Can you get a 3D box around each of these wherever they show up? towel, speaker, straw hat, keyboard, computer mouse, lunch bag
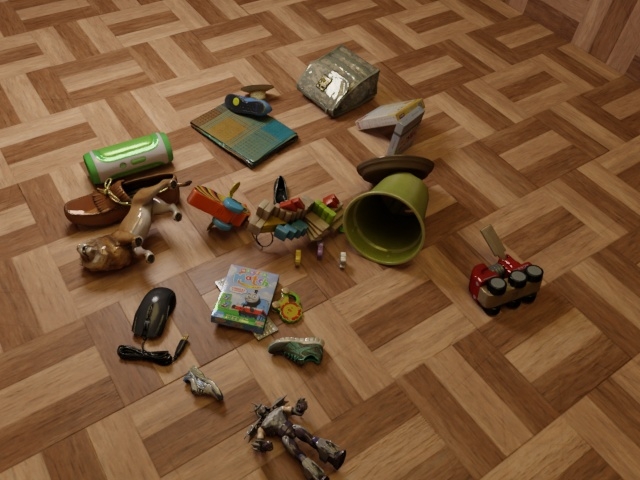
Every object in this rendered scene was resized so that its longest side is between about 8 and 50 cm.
[{"bbox_3d":[-0.306,-0.444,2.289,0.370,0.040,0.271,35,54,25],"label":"towel"},{"bbox_3d":[-0.697,-0.302,2.073,0.297,0.131,0.131,-22,55,-22],"label":"speaker"},{"bbox_3d":[-0.266,-0.619,2.421,0.145,0.144,0.061,-7,93,-11],"label":"straw hat"},{"bbox_3d":[-0.231,0.200,1.756,0.072,0.014,0.256,-28,57,-26],"label":"keyboard"},{"bbox_3d":[-0.467,0.240,1.670,0.184,0.060,0.262,13,50,7],"label":"computer mouse"},{"bbox_3d":[0.070,-0.675,2.439,0.287,0.169,0.235,-38,65,-22],"label":"lunch bag"}]

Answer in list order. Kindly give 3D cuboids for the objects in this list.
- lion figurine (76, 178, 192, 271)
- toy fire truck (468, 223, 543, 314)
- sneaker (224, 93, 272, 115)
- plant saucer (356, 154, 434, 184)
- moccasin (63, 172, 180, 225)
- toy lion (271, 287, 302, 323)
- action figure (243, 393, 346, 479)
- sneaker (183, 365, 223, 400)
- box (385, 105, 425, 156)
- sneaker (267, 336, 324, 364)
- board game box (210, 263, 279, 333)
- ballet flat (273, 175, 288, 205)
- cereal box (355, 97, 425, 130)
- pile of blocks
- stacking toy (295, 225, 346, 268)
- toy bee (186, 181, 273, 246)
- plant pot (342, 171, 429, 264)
[{"bbox_3d":[-0.588,-0.055,1.815,0.240,0.142,0.392,7,53,38],"label":"lion figurine"},{"bbox_3d":[0.569,0.086,1.852,0.217,0.158,0.246,-16,41,-17],"label":"toy fire truck"},{"bbox_3d":[-0.294,-0.552,2.329,0.209,0.069,0.082,18,16,24],"label":"sneaker"},{"bbox_3d":[0.269,-0.247,2.043,0.278,0.278,0.041,0,80,-5],"label":"plant saucer"},{"bbox_3d":[-0.670,-0.148,1.927,0.380,0.147,0.139,-12,52,-15],"label":"moccasin"},{"bbox_3d":[-0.096,0.205,1.755,0.096,0.034,0.100,27,52,9],"label":"toy lion"},{"bbox_3d":[-0.072,0.499,1.462,0.285,0.099,0.185,32,63,25],"label":"action figure"},{"bbox_3d":[-0.322,0.404,1.557,0.135,0.052,0.058,30,63,28],"label":"sneaker"},{"bbox_3d":[0.330,-0.417,2.221,0.038,0.186,0.145,40,56,17],"label":"box"},{"bbox_3d":[-0.068,0.322,1.637,0.167,0.065,0.076,-2,54,-5],"label":"sneaker"},{"bbox_3d":[-0.228,0.176,1.746,0.160,0.039,0.211,12,45,1],"label":"board game box"},{"bbox_3d":[-0.145,-0.163,2.052,0.058,0.049,0.173,-6,50,-9],"label":"ballet flat"},{"bbox_3d":[0.280,-0.511,2.306,0.173,0.047,0.240,-36,23,-30],"label":"cereal box"},{"bbox_3d":[-0.056,-0.082,1.855,0.362,0.112,0.149,-12,57,-30],"label":"pile of blocks"},{"bbox_3d":[0.000,0.000,1.924,0.167,0.052,0.221,3,49,-3],"label":"stacking toy"},{"bbox_3d":[-0.309,-0.091,1.928,0.195,0.298,0.162,-34,21,10],"label":"toy bee"},{"bbox_3d":[0.248,-0.101,1.918,0.276,0.276,0.254,21,40,13],"label":"plant pot"}]
